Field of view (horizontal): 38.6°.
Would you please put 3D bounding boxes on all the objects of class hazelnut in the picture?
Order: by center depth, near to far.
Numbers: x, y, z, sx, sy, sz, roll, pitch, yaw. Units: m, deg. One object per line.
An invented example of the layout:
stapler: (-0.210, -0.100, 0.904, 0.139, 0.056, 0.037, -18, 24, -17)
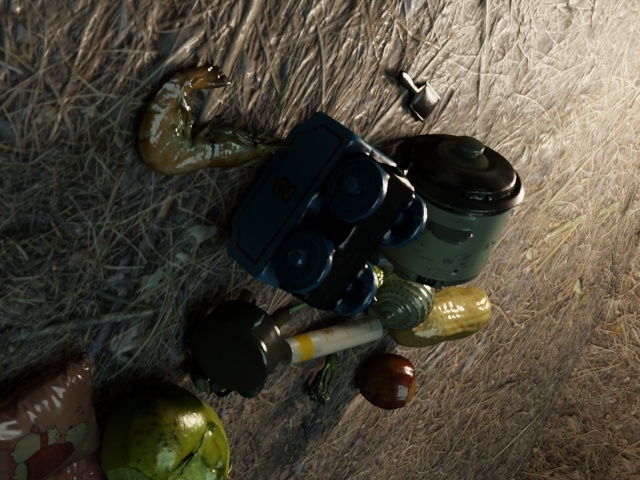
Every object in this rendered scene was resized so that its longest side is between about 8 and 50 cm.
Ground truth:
hazelnut: (0.163, 0.353, 2.266, 0.143, 0.143, 0.154, -32, 160, -32)

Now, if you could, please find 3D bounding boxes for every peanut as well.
peanut: (0.293, 0.193, 2.270, 0.319, 0.147, 0.147, -13, 131, -37)

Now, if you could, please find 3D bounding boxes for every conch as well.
conch: (0.199, 0.133, 2.085, 0.200, 0.131, 0.172, -28, 140, -36)

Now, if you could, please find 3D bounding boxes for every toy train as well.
toy train: (0.011, -0.044, 1.513, 0.188, 0.265, 0.300, 28, 98, -50)

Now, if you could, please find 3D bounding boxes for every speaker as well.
speaker: (-0.161, 0.271, 1.783, 0.094, 0.075, 0.060, -15, 133, -35)

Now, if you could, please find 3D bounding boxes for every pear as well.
pear: (-0.259, 0.343, 1.598, 0.238, 0.164, 0.255, -60, 152, -44)

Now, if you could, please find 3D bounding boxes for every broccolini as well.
broccolini: (0.011, 0.272, 2.063, 0.067, 0.058, 0.216, -84, -175, -65)

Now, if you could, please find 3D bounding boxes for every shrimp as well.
shrimp: (-0.146, -0.181, 1.370, 0.296, 0.058, 0.169, -11, 127, -45)

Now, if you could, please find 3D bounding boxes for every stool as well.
stool: (-0.157, 0.184, 1.658, 0.153, 0.228, 0.139, 61, 36, -14)

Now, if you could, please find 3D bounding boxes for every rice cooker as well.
rice cooker: (0.252, -0.073, 1.823, 0.316, 0.264, 0.317, 18, 90, -89)

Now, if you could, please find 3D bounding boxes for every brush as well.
brush: (0.185, -0.282, 1.755, 0.063, 0.016, 0.193, -56, 150, 3)

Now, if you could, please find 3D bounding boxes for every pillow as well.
pillow: (-0.440, 0.300, 1.414, 0.223, 0.084, 0.236, -31, 142, -35)

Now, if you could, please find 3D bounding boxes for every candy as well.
candy: (0.023, 0.110, 1.895, 0.262, 0.073, 0.077, -20, 147, -34)

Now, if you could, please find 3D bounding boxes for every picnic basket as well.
picnic basket: (0.150, 0.039, 1.990, 0.083, 0.065, 0.083, -5, 127, -32)

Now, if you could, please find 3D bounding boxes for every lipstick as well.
lipstick: (0.024, 0.213, 1.962, 0.264, 0.059, 0.059, -10, 129, -40)

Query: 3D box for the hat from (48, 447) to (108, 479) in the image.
hat: (-0.423, 0.483, 1.602, 0.237, 0.107, 0.286, -51, 139, -26)
